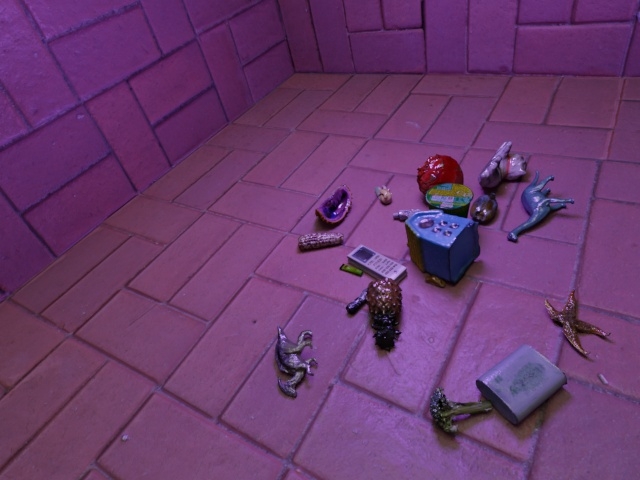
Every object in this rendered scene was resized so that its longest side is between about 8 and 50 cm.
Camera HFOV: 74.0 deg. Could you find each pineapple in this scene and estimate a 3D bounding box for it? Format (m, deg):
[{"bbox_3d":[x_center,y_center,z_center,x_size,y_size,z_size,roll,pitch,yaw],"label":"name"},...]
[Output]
[{"bbox_3d":[0.247,0.293,1.677,0.157,0.158,0.279,-3,53,15],"label":"pineapple"}]

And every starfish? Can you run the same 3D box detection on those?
[{"bbox_3d":[0.919,0.295,1.525,0.138,0.050,0.247,-16,47,-1],"label":"starfish"}]

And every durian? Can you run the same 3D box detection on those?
[{"bbox_3d":[0.062,-0.187,2.287,0.260,0.154,0.186,-41,24,-18],"label":"durian"}]

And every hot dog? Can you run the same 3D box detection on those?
[{"bbox_3d":[0.489,0.170,1.811,0.090,0.034,0.030,19,52,35],"label":"hot dog"}]

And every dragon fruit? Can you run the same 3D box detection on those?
[{"bbox_3d":[0.606,-0.313,2.157,0.240,0.252,0.241,-15,8,2],"label":"dragon fruit"}]

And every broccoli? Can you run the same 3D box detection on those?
[{"bbox_3d":[0.450,0.540,1.369,0.204,0.118,0.122,1,10,-5],"label":"broccoli"}]

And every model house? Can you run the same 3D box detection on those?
[{"bbox_3d":[0.498,0.015,1.833,0.303,0.237,0.215,20,54,39],"label":"model house"}]

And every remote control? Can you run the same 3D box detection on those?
[{"bbox_3d":[0.254,0.109,1.939,0.103,0.056,0.277,-38,45,-25],"label":"remote control"}]

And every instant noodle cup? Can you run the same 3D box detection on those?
[{"bbox_3d":[0.590,-0.114,1.944,0.207,0.233,0.207,-9,38,7],"label":"instant noodle cup"}]

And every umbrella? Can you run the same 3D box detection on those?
[{"bbox_3d":[0.181,0.241,1.818,0.188,0.046,0.050,-37,65,-24],"label":"umbrella"}]

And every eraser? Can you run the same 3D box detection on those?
[{"bbox_3d":[0.653,0.463,1.387,0.227,0.081,0.174,-28,44,-18],"label":"eraser"}]

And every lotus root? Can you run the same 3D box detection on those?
[{"bbox_3d":[0.795,-0.163,2.050,0.113,0.088,0.192,28,54,20],"label":"lotus root"}]

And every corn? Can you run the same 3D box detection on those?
[{"bbox_3d":[0.000,0.000,2.134,0.237,0.080,0.080,-5,41,7],"label":"corn"}]

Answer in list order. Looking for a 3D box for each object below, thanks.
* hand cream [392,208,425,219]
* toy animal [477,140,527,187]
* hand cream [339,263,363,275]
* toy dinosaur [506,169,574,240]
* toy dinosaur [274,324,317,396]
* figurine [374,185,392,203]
[{"bbox_3d":[0.491,-0.120,2.133,0.256,0.050,0.084,8,43,21],"label":"hand cream"},{"bbox_3d":[0.927,-0.353,2.151,0.266,0.188,0.308,-44,-2,14],"label":"toy animal"},{"bbox_3d":[0.143,0.136,1.970,0.122,0.023,0.036,17,53,37],"label":"hand cream"},{"bbox_3d":[0.967,-0.173,2.013,0.330,0.129,0.383,-21,39,7],"label":"toy dinosaur"},{"bbox_3d":[-0.099,0.451,1.647,0.162,0.077,0.294,-15,41,1],"label":"toy dinosaur"},{"bbox_3d":[0.344,-0.262,2.323,0.083,0.083,0.187,-11,31,5],"label":"figurine"}]
